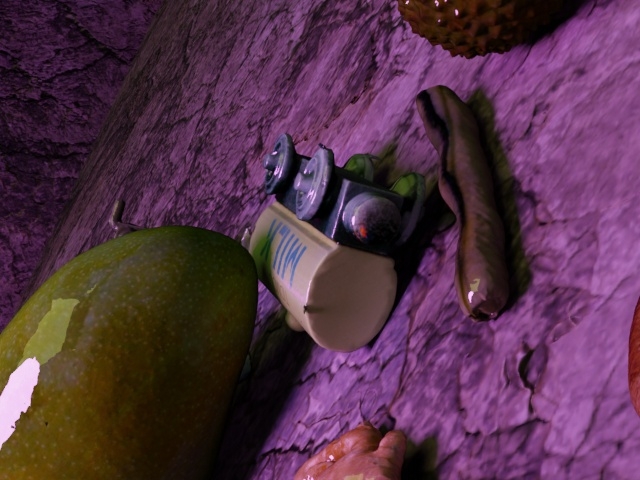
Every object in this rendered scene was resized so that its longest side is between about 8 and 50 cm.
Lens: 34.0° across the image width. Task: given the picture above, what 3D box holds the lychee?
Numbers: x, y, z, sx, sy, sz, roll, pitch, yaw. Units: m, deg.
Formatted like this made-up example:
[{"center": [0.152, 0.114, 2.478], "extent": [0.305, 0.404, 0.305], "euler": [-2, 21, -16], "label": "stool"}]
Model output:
[{"center": [0.118, -0.210, 0.775], "extent": [0.171, 0.171, 0.171], "euler": [-50, 21, 28], "label": "lychee"}]

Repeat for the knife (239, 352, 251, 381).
[{"center": [-0.110, 0.092, 1.119], "extent": [0.044, 0.019, 0.313], "euler": [-56, 21, 4], "label": "knife"}]

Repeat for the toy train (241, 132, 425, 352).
[{"center": [0.000, 0.000, 0.861], "extent": [0.253, 0.105, 0.157], "euler": [-143, 69, -71], "label": "toy train"}]

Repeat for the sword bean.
[{"center": [0.099, -0.039, 0.736], "extent": [0.043, 0.038, 0.269], "euler": [-44, 25, 26], "label": "sword bean"}]

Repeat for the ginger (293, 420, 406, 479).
[{"center": [-0.006, 0.196, 0.640], "extent": [0.176, 0.052, 0.193], "euler": [-56, 18, 29], "label": "ginger"}]

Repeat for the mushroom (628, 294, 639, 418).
[{"center": [0.166, 0.025, 0.396], "extent": [0.127, 0.087, 0.127], "euler": [-45, 26, 28], "label": "mushroom"}]

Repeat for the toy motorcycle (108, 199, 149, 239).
[{"center": [-0.216, 0.084, 1.182], "extent": [0.275, 0.127, 0.205], "euler": [-29, 42, 64], "label": "toy motorcycle"}]

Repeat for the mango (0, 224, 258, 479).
[{"center": [-0.184, 0.152, 0.895], "extent": [0.382, 0.225, 0.201], "euler": [-54, 3, 8], "label": "mango"}]
